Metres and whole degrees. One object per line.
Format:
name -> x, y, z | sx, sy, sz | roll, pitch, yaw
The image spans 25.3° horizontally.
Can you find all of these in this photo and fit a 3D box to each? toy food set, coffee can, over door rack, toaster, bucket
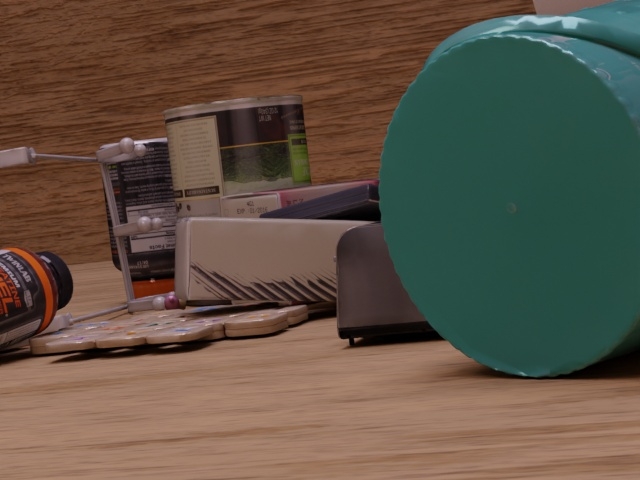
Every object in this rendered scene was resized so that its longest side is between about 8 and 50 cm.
toy food set -> -0.169, 0.065, 1.859 | 0.122, 0.019, 0.078 | -43, -12, 23
coffee can -> -0.108, -0.057, 2.012 | 0.201, 0.275, 0.201 | -7, 3, 0
over door rack -> -0.291, -0.009, 1.882 | 0.108, 0.239, 0.324 | -12, 0, 22
toaster -> 0.113, 0.030, 1.327 | 0.185, 0.110, 0.168 | -6, 3, 17
bucket -> 0.188, -0.039, 1.030 | 0.281, 0.281, 0.183 | -4, 7, 44

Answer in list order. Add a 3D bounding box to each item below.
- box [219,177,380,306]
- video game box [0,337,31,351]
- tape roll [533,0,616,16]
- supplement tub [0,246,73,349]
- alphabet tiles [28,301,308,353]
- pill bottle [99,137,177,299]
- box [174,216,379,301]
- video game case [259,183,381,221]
box -> 0.000, 0.000, 1.877 | 0.232, 0.149, 0.127 | -9, 4, -41
video game box -> -0.468, 0.117, 1.618 | 0.187, 0.048, 0.205 | -2, 4, 37
tape roll -> 0.342, -0.280, 1.415 | 0.169, 0.246, 0.246 | -6, 3, 43
supplement tub -> -0.357, 0.067, 1.535 | 0.106, 0.106, 0.198 | -5, 11, 32
alphabet tiles -> -0.164, 0.097, 1.553 | 0.284, 0.021, 0.278 | -6, 3, 17
pill bottle -> -0.264, -0.032, 2.195 | 0.130, 0.246, 0.130 | -6, 4, 0
box -> -0.024, 0.023, 1.617 | 0.275, 0.094, 0.113 | 1, -1, -13
video game case -> 0.091, -0.023, 1.743 | 0.274, 0.026, 0.196 | 7, -14, -41
